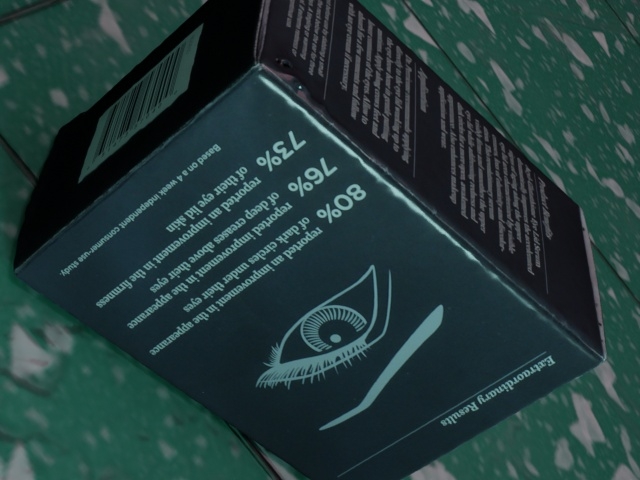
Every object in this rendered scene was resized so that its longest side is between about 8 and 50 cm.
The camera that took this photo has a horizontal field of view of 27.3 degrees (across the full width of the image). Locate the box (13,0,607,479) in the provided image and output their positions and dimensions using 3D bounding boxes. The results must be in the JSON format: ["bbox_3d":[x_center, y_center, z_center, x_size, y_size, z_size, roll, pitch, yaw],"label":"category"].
[{"bbox_3d":[0.000,0.000,0.580,0.207,0.153,0.108,40,32,-26],"label":"box"}]
